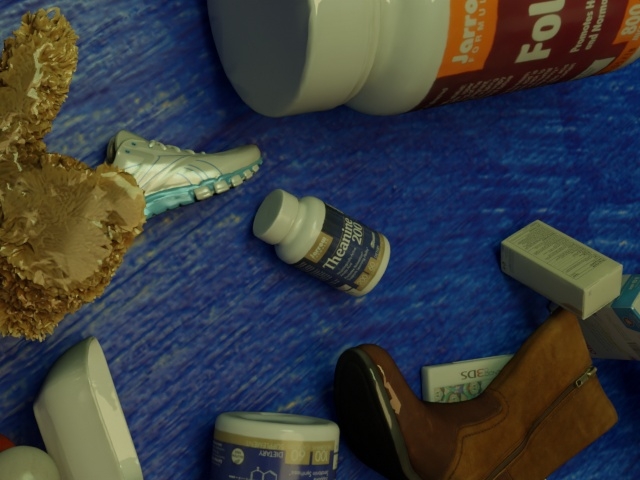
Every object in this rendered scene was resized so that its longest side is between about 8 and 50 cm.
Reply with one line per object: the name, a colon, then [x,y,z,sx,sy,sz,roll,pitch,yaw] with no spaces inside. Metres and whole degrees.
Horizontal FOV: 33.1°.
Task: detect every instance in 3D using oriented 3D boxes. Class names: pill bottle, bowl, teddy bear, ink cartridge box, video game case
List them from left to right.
teddy bear: [-0.290,-0.078,0.806,0.337,0.113,0.245,22,83,-11]
bowl: [-0.185,0.156,0.858,0.053,0.142,0.142,-19,98,-6]
pill bottle: [-0.045,0.249,0.942,0.112,0.112,0.187,7,85,-29]
pill bottle: [0.000,0.000,0.998,0.120,0.067,0.067,28,76,-26]
pill bottle: [0.111,-0.235,0.977,0.392,0.224,0.224,-15,96,-29]
video game case: [0.171,0.201,1.116,0.143,0.019,0.157,-4,91,-29]
ink cartridge box: [0.318,0.082,1.143,0.088,0.122,0.052,46,65,-21]

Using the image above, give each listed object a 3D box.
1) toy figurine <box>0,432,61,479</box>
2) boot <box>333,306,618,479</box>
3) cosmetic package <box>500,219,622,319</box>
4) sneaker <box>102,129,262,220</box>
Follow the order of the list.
toy figurine: [-0.303,0.235,0.778,0.209,0.148,0.213,12,83,-28]
boot: [0.166,0.150,1.051,0.280,0.096,0.264,-36,104,-25]
cosmetic package: [0.246,0.028,1.105,0.060,0.115,0.041,-28,131,-25]
sneaker: [-0.138,-0.062,0.925,0.190,0.071,0.083,-22,94,-28]
